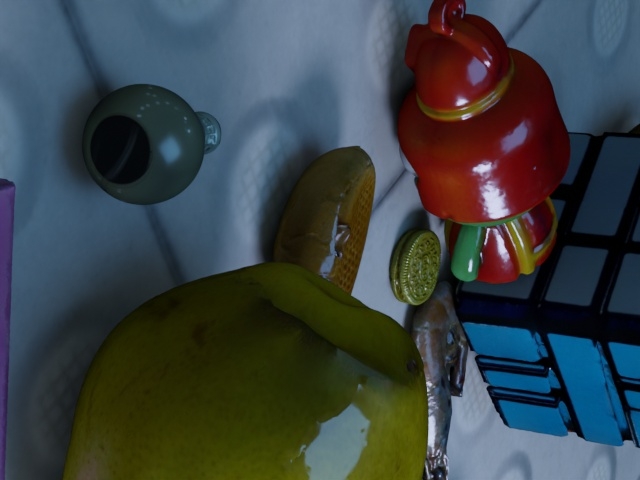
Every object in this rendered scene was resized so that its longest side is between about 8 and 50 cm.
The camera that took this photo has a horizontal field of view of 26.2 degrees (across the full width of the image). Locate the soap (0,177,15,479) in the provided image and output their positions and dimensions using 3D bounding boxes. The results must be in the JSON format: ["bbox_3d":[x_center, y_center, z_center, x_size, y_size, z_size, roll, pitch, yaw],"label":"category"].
[{"bbox_3d":[-0.281,0.086,0.861,0.181,0.081,0.259,-10,109,-56],"label":"soap"}]

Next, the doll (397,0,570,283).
[{"bbox_3d":[0.168,-0.105,1.413,0.182,0.160,0.363,-51,138,-26],"label":"doll"}]

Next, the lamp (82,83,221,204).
[{"bbox_3d":[-0.117,-0.078,1.065,0.163,0.091,0.091,-23,121,-68],"label":"lamp"}]

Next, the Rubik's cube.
[{"bbox_3d":[0.355,0.062,1.635,0.293,0.283,0.288,-68,149,-30],"label":"Rubik's cube"}]

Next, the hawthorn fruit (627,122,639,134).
[{"bbox_3d":[0.517,-0.054,1.899,0.301,0.267,0.268,-41,133,-50],"label":"hawthorn fruit"}]

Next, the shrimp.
[{"bbox_3d":[0.141,0.169,1.573,0.143,0.052,0.251,-18,115,-57],"label":"shrimp"}]

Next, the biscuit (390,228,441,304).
[{"bbox_3d":[0.104,0.028,1.492,0.084,0.023,0.084,-24,119,-53],"label":"biscuit"}]

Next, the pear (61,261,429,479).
[{"bbox_3d":[-0.058,0.184,1.066,0.285,0.285,0.336,-5,107,-56],"label":"pear"}]

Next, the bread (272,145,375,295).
[{"bbox_3d":[0.000,0.000,1.274,0.114,0.077,0.189,47,58,-76],"label":"bread"}]
